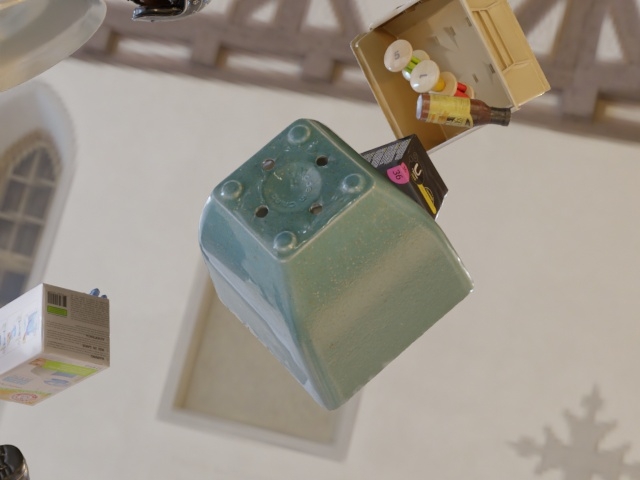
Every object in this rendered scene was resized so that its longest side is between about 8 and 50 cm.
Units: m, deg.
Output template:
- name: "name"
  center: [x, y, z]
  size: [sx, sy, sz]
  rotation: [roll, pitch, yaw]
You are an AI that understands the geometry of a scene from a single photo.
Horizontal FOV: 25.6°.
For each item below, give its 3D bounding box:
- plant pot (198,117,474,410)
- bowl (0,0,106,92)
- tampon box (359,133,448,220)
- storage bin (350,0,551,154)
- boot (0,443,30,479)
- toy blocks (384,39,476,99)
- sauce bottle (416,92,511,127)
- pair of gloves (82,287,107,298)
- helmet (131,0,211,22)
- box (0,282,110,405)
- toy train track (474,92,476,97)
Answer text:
- name: "plant pot"
  center: [0.000, 0.000, 1.687]
  size: [0.248, 0.247, 0.252]
  rotation: [44, -12, 32]
- name: "bowl"
  center: [-0.436, -0.294, 1.800]
  size: [0.298, 0.134, 0.298]
  rotation: [-27, -8, -4]
- name: "tampon box"
  center: [0.101, -0.077, 2.267]
  size: [0.161, 0.101, 0.120]
  rotation: [-18, -63, 32]
- name: "storage bin"
  center: [0.219, -0.308, 2.434]
  size: [0.123, 0.260, 0.262]
  rotation: [-27, 0, -45]
- name: "boot"
  center: [-0.502, 0.371, 2.002]
  size: [0.198, 0.076, 0.137]
  rotation: [-13, -35, -4]
- name: "toy blocks"
  center: [0.182, -0.250, 2.211]
  size: [0.148, 0.054, 0.123]
  rotation: [23, 17, -48]
- name: "sauce bottle"
  center: [0.198, -0.177, 1.935]
  size: [0.128, 0.042, 0.042]
  rotation: [6, -13, -5]
- name: "pair of gloves"
  center: [-0.421, 0.150, 2.204]
  size: [0.023, 0.198, 0.159]
  rotation: [47, -38, 23]
- name: "helmet"
  center: [-0.245, -0.442, 2.324]
  size: [0.162, 0.169, 0.169]
  rotation: [-14, -20, 11]
- name: "box"
  center: [-0.396, 0.149, 1.968]
  size: [0.114, 0.103, 0.203]
  rotation: [18, -33, -39]
- name: "toy train track"
  center: [0.234, -0.228, 2.374]
  size: [0.014, 0.048, 0.083]
  rotation: [45, -38, -20]
